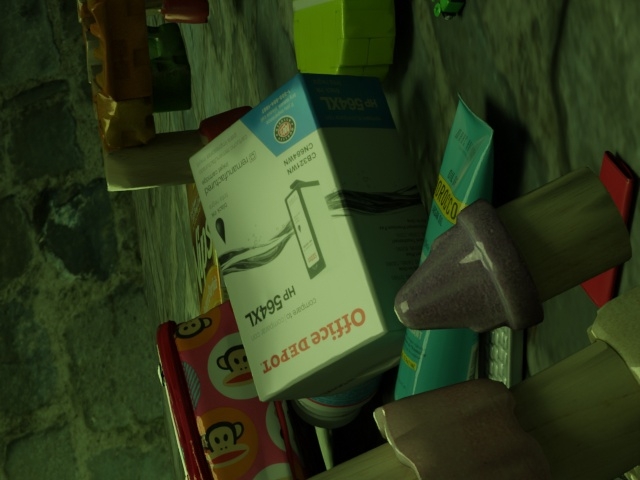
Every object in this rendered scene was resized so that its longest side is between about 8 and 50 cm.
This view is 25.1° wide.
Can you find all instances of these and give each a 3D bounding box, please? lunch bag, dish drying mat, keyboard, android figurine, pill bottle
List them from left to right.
[{"bbox_3d":[-0.052,0.215,1.351,0.293,0.120,0.258,68,-178,-61],"label":"lunch bag"},{"bbox_3d":[0.015,0.089,1.205,0.160,0.087,0.087,101,159,-50],"label":"pill bottle"},{"bbox_3d":[0.019,-0.226,1.130,0.248,0.056,0.273,-165,71,-76],"label":"android figurine"},{"bbox_3d":[0.115,0.126,0.953,0.072,0.014,0.256,-129,36,-67],"label":"keyboard"},{"bbox_3d":[0.152,-0.004,0.758,0.032,0.008,0.083,-115,25,-54],"label":"dish drying mat"}]

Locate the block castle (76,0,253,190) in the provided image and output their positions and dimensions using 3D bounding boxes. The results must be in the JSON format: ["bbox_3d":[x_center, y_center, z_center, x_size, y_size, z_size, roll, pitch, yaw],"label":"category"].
[{"bbox_3d":[-0.149,-0.281,1.506,0.453,0.212,0.303,-110,15,-53],"label":"block castle"}]

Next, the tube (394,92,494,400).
[{"bbox_3d":[0.087,0.015,0.930,0.080,0.052,0.207,-123,37,-63],"label":"tube"}]

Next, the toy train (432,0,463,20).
[{"bbox_3d":[0.080,-0.187,0.972,0.024,0.017,0.083,126,138,-56],"label":"toy train"}]

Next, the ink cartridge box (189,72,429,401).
[{"bbox_3d":[0.000,0.000,1.060,0.148,0.086,0.203,-33,67,41],"label":"ink cartridge box"}]

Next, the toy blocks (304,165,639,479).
[{"bbox_3d":[0.055,0.165,0.523,0.289,0.260,0.309,65,178,-29],"label":"toy blocks"}]

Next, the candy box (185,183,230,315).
[{"bbox_3d":[-0.090,0.054,1.634,0.183,0.087,0.317,145,118,-75],"label":"candy box"}]
